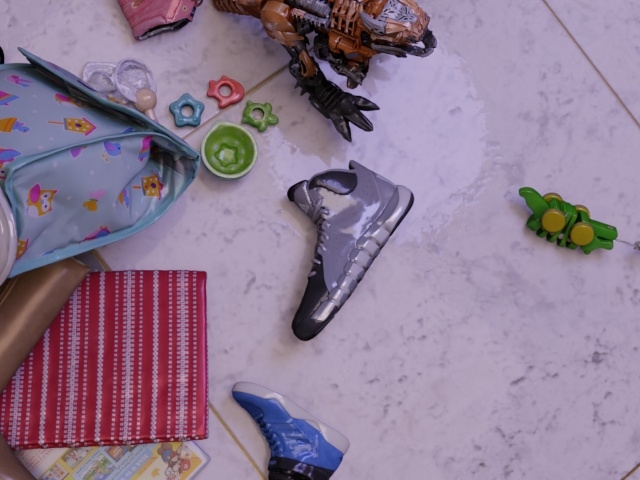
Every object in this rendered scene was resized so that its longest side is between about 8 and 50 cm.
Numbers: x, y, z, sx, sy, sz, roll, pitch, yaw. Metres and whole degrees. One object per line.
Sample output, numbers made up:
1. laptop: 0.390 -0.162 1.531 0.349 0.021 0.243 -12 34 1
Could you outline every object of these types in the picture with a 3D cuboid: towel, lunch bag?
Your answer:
1. towel: -0.261 0.131 1.273 0.274 0.031 0.199 -2 72 -2
2. lunch bag: -0.285 -0.096 1.214 0.223 0.160 0.262 29 37 32

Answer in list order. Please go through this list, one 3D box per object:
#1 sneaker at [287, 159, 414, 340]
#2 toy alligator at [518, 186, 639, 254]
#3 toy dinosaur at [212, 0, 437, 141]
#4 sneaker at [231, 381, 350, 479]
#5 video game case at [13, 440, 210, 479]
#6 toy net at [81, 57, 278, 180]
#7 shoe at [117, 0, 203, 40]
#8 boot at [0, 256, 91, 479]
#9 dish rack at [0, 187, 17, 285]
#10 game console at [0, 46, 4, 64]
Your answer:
1. sneaker: 0.000 0.000 1.351 0.132 0.086 0.229 35 67 2
2. toy alligator: 0.320 -0.008 1.421 0.189 0.056 0.051 24 120 -7
3. toy dinosaur: 0.005 -0.253 1.300 0.164 0.218 0.322 -45 49 3
4. sneaker: -0.048 0.229 1.311 0.152 0.058 0.085 34 68 -10
5. video game case: -0.273 0.255 1.284 0.206 0.026 0.227 44 76 -1
6. toy net: -0.169 -0.165 1.359 0.232 0.045 0.122 29 78 -4
7. shoe: -0.154 -0.302 1.365 0.178 0.063 0.081 -21 89 4
8. boot: -0.325 0.129 1.210 0.236 0.089 0.270 28 71 8
9. dish rack: -0.446 -0.047 1.124 0.072 0.285 0.333 -8 63 -52
10. game console: -0.472 -0.075 1.292 0.213 0.044 0.361 18 78 -7
